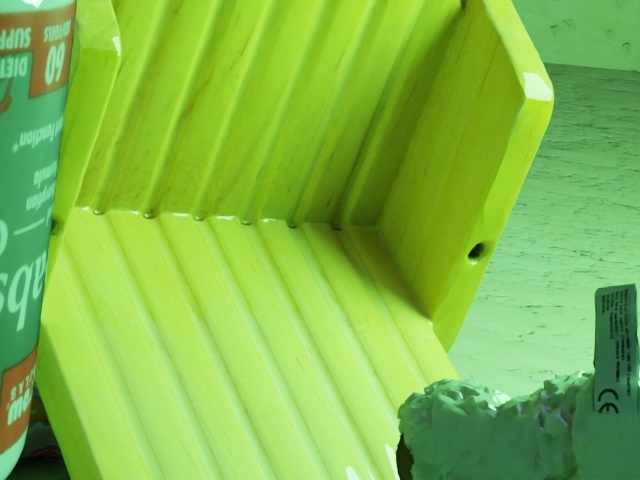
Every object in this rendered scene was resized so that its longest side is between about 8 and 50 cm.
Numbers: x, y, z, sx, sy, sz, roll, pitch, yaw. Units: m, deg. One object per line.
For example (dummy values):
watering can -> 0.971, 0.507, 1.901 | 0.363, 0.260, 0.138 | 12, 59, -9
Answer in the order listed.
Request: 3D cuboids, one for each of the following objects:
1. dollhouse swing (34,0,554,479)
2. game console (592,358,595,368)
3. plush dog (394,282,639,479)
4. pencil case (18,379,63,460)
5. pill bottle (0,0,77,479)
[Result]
dollhouse swing -> 0.000, 0.000, 1.056 | 0.347, 0.315, 0.305 | 4, 28, -35
game console -> 0.302, 0.161, 1.039 | 0.044, 0.213, 0.361 | -40, 37, -17
plush dog -> 0.196, 0.153, 0.969 | 0.262, 0.210, 0.225 | 51, 6, 28
pencil case -> -0.160, 0.080, 1.161 | 0.284, 0.124, 0.124 | -5, 22, -39
pill bottle -> -0.242, 0.020, 0.895 | 0.210, 0.363, 0.210 | 8, 16, -2
